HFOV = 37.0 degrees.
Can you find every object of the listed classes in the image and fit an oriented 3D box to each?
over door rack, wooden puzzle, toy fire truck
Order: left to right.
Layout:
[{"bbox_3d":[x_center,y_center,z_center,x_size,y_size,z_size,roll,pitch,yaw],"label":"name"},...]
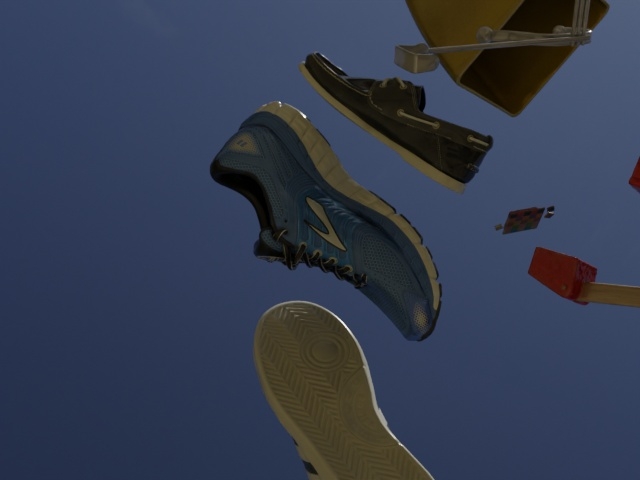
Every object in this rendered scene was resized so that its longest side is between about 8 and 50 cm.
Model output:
[{"bbox_3d":[0.198,-0.333,1.087,0.324,0.239,0.108,-16,-153,-37],"label":"over door rack"},{"bbox_3d":[0.274,-0.028,1.291,0.083,0.049,0.006,-10,-121,-10],"label":"wooden puzzle"},{"bbox_3d":[0.273,0.005,0.745,0.192,0.047,0.135,23,-89,38],"label":"toy fire truck"}]

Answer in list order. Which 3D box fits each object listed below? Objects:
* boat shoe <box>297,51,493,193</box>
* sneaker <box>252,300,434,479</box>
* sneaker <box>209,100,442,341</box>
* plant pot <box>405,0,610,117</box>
[{"bbox_3d":[0.081,-0.146,1.062,0.233,0.084,0.079,35,-75,6],"label":"boat shoe"},{"bbox_3d":[0.018,0.232,1.108,0.131,0.148,0.350,-17,-127,-16],"label":"sneaker"},{"bbox_3d":[0.000,0.000,1.103,0.147,0.130,0.330,-41,-100,-22],"label":"sneaker"},{"bbox_3d":[0.251,-0.336,1.389,0.212,0.212,0.187,-51,-121,17],"label":"plant pot"}]
